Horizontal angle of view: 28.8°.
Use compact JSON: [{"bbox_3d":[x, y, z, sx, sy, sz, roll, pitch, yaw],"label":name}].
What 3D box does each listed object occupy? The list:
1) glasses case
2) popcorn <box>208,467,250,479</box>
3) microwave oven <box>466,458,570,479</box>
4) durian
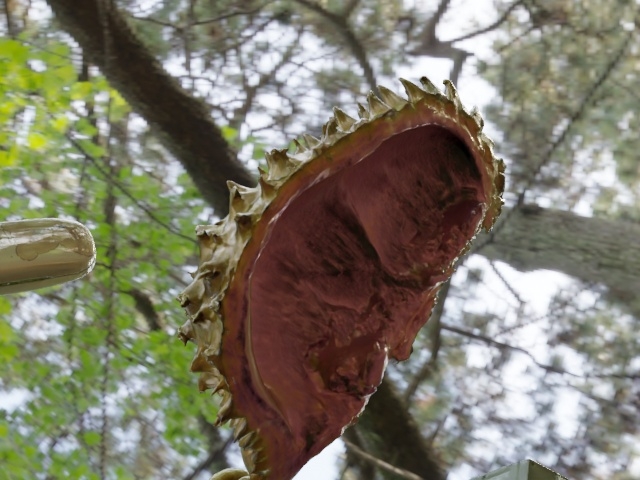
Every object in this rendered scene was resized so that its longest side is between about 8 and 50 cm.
[{"bbox_3d":[-0.337,0.019,1.298,0.204,0.081,0.051,-9,-42,-18],"label":"glasses case"},{"bbox_3d":[-0.075,0.339,1.294,0.200,0.226,0.203,-12,-77,13],"label":"popcorn"},{"bbox_3d":[0.236,0.331,1.302,0.208,0.162,0.122,31,-129,-24],"label":"microwave oven"},{"bbox_3d":[0.001,-0.001,0.874,0.341,0.112,0.191,-51,-57,-25],"label":"durian"}]
